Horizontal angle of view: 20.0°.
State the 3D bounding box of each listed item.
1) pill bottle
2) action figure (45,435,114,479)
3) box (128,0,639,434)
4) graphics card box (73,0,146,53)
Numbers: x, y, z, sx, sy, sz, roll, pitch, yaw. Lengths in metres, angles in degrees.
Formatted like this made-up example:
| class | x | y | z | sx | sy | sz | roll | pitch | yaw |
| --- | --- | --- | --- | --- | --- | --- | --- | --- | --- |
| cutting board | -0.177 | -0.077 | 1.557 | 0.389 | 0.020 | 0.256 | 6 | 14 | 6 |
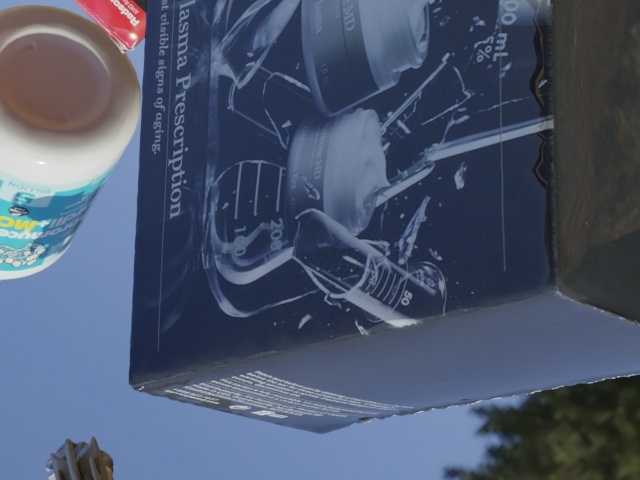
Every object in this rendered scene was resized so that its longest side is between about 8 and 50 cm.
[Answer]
| class | x | y | z | sx | sy | sz | roll | pitch | yaw |
| --- | --- | --- | --- | --- | --- | --- | --- | --- | --- |
| pill bottle | -0.246 | -0.062 | 1.451 | 0.146 | 0.264 | 0.146 | 10 | -120 | -18 |
| action figure | -0.139 | 0.244 | 1.356 | 0.285 | 0.099 | 0.185 | 34 | -134 | -67 |
| box | 0.060 | -0.084 | 1.069 | 0.179 | 0.312 | 0.343 | 20 | -117 | -45 |
| graphics card box | -0.080 | -0.337 | 1.219 | 0.233 | 0.371 | 0.094 | 44 | -166 | -16 |
